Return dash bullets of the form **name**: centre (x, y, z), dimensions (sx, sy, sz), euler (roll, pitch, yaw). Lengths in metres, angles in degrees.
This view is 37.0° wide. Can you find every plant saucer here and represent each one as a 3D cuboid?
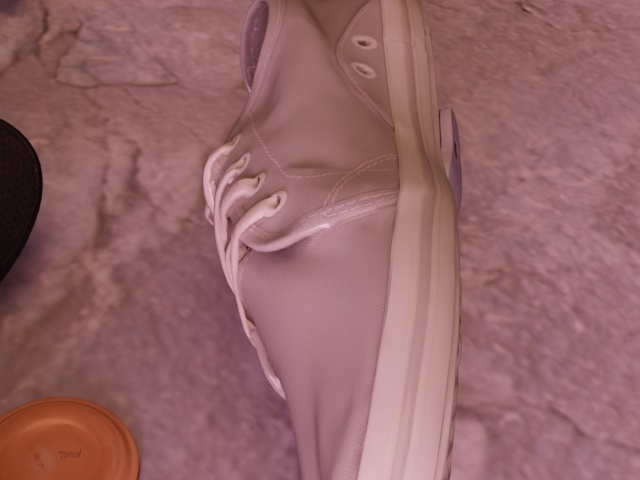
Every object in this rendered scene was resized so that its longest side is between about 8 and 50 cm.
- **plant saucer**: centre (-0.131, 0.111, 0.471), dimensions (0.083, 0.013, 0.083), euler (5, 46, -6)

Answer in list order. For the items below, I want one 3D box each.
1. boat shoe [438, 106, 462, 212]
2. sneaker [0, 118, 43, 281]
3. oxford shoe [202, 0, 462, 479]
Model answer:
- **boat shoe**: centre (0.077, -0.053, 0.658), dimensions (0.035, 0.035, 0.100), euler (-11, 47, 18)
- **sneaker**: centre (-0.225, 0.019, 0.413), dimensions (0.125, 0.139, 0.341), euler (62, 35, -11)
- **oxford shoe**: centre (0.000, 0.000, 0.502), dimensions (0.130, 0.169, 0.449), euler (4, 40, -4)
